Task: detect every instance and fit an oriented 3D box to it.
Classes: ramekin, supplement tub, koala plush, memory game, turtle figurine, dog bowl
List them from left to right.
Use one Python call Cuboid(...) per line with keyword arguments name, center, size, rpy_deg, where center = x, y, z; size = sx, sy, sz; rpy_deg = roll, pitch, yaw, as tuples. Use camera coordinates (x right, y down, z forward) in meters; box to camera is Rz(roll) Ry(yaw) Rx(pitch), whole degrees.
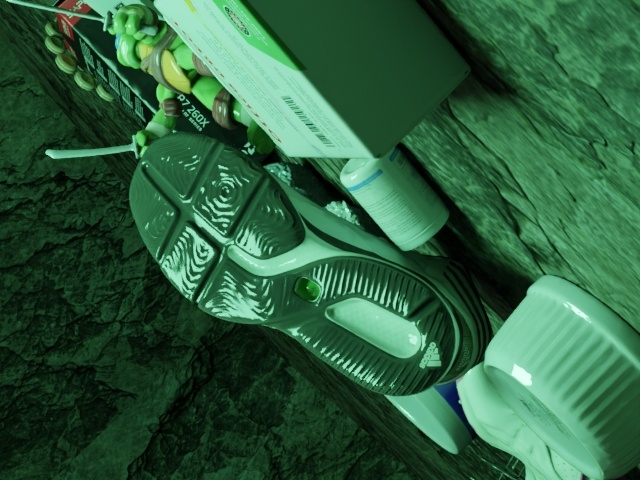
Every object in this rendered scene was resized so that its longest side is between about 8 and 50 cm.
Cuboid(name="memory game", center=(-0.358, -0.290, 2.404), size=(0.186, 0.012, 0.186), rpy_deg=(32, -150, -22))
Cuboid(name="turtle figurine", center=(-0.189, -0.174, 1.765), size=(0.266, 0.198, 0.274), rpy_deg=(17, -163, 37))
Cuboid(name="koala plush", center=(0.000, 0.000, 1.973), size=(0.221, 0.203, 0.196), rpy_deg=(9, 158, 40))
Cuboid(name="supplement tub", center=(0.078, -0.049, 1.599), size=(0.107, 0.071, 0.071), rpy_deg=(50, 171, -16))
Cuboid(name="dog bowl", center=(0.145, 0.188, 2.242), size=(0.265, 0.104, 0.265), rpy_deg=(45, 172, 9))
Cuboid(name="ramekin", center=(0.258, 0.144, 1.507), size=(0.207, 0.109, 0.207), rpy_deg=(44, 171, 9))

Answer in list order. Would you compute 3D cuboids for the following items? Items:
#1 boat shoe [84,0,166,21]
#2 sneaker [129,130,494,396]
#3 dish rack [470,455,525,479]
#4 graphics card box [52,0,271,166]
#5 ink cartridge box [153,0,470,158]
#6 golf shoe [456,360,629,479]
Cuboid(name="boat shoe", center=(-0.232, -0.297, 1.971), size=(0.219, 0.078, 0.070), rpy_deg=(48, -154, -33))
Cuboid(name="sneaker", center=(-0.001, 0.034, 1.720), size=(0.447, 0.169, 0.257), rpy_deg=(33, -170, 24))
Cuboid(name="dish rack", center=(0.254, 0.373, 2.083), size=(0.074, 0.271, 0.208), rpy_deg=(30, 178, -21))
Cuboid(name="graphics card box", center=(-0.230, -0.210, 2.239), size=(0.371, 0.094, 0.233), rpy_deg=(47, 171, 4))
Cuboid(name="ink cartridge box", center=(-0.017, -0.179, 1.309), size=(0.201, 0.117, 0.278), rpy_deg=(48, 171, -13))
Cuboid(name="golf shoe", center=(0.289, 0.239, 1.879), size=(0.306, 0.115, 0.140), rpy_deg=(50, 149, -18))
